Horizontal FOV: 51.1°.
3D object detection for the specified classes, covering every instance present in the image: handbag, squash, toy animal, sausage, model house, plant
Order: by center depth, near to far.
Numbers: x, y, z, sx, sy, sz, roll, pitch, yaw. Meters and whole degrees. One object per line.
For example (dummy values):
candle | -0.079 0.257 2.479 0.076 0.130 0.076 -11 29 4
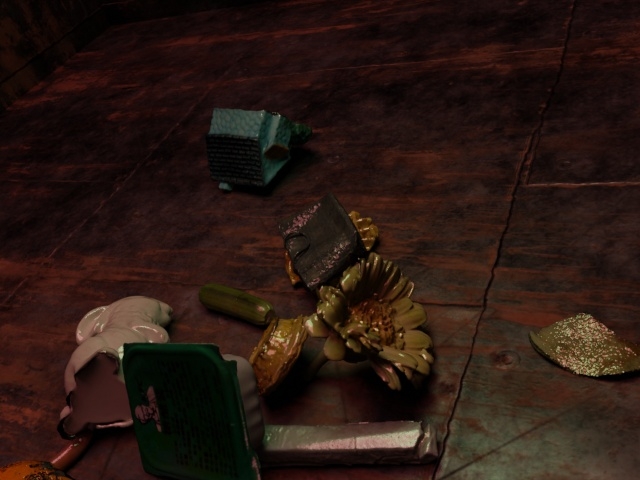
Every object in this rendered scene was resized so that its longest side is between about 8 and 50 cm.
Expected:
plant | 0.079 0.149 1.278 0.297 0.306 0.261 -14 58 57
sausage | -0.540 0.455 1.368 0.177 0.040 0.047 -42 32 -25
toy animal | -0.446 0.247 1.479 0.258 0.194 0.357 -25 25 4
handbag | 0.000 0.000 1.554 0.175 0.088 0.270 -29 40 1
squash | -0.199 0.147 1.566 0.229 0.066 0.066 14 49 37
model house | -0.188 -0.251 1.989 0.261 0.226 0.241 12 85 41

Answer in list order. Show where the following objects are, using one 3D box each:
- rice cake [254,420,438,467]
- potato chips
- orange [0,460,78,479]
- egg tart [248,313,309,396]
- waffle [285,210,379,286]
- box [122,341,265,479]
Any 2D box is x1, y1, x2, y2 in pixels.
rice cake | 0.040 0.360 1.183 0.336 0.063 0.066 -7 42 19
potato chips | 0.482 0.188 1.215 0.209 0.026 0.142 -3 44 26
orange | -0.539 0.509 1.197 0.234 0.182 0.234 -9 51 11
egg tart | -0.090 0.222 1.335 0.074 0.191 0.191 29 46 -6
waffle | 0.015 0.018 1.627 0.253 0.056 0.249 -38 40 -17
box | -0.219 0.303 1.224 0.337 0.264 0.106 -7 4 43
